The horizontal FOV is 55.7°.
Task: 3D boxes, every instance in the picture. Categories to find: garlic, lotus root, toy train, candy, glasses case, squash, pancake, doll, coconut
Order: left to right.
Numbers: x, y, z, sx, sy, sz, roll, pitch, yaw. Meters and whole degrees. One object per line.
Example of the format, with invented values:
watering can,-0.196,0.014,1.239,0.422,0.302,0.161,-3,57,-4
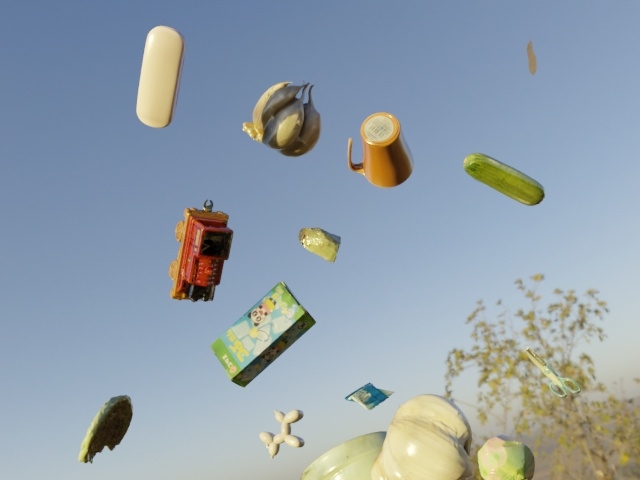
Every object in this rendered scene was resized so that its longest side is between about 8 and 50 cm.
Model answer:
pancake,-0.357,0.314,1.015,0.116,0.022,0.129,-71,-13,14
glasses case,-0.473,-0.481,1.796,0.113,0.075,0.297,16,-65,-4
toy train,-0.406,0.045,2.087,0.163,0.370,0.231,7,10,-29
candy,-0.112,0.182,1.179,0.194,0.097,0.062,-42,-36,-2
doll,-0.133,0.663,2.078,0.159,0.161,0.059,-10,-21,23
garlic,-0.120,-0.419,2.129,0.291,0.238,0.210,-28,-22,30
lotus root,0.002,-0.002,1.988,0.144,0.143,0.070,25,-70,-14
candy,0.127,0.398,1.557,0.088,0.038,0.136,-22,8,-25
garlic,0.229,0.476,1.314,0.281,0.203,0.184,-66,-13,5
coconut,0.279,0.336,0.913,0.082,0.083,0.081,-37,10,-9
squash,0.447,-0.147,1.461,0.238,0.069,0.069,24,-36,-17

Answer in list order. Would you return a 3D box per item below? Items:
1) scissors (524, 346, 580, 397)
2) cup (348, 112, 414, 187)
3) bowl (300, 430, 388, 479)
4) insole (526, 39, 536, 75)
scissors,0.413,0.237,1.092,0.014,0.119,0.058,-46,3,-40
cup,0.197,-0.306,2.061,0.226,0.183,0.264,-7,-25,10
bowl,0.115,0.659,1.629,0.307,0.163,0.307,-18,-39,-15
insole,0.583,-0.505,1.674,0.002,0.135,0.045,8,-35,-3
